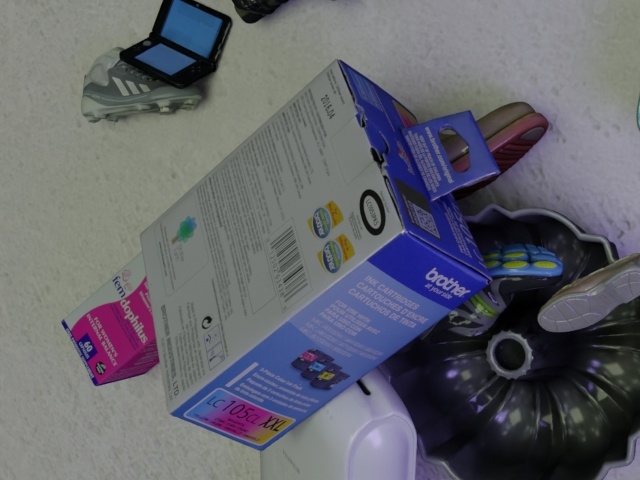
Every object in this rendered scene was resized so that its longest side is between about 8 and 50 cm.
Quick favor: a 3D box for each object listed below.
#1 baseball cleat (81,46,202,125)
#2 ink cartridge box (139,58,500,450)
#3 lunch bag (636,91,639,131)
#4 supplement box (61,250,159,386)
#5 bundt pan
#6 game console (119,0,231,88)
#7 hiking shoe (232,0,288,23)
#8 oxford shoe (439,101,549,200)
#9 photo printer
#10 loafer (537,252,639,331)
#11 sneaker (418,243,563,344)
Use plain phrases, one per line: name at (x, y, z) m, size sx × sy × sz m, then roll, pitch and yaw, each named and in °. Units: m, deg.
baseball cleat at (-0.259, -0.223, 1.444) m, size 0.206 × 0.072 × 0.109 m, roll -4°, pitch 86°, yaw 27°
ink cartridge box at (0.000, 0.000, 1.094) m, size 0.395 × 0.151 × 0.270 m, roll -40°, pitch 44°, yaw 24°
lunch bag at (0.470, -0.176, 1.006) m, size 0.279 × 0.108 × 0.223 m, roll 14°, pitch 98°, yaw 28°
supplement box at (-0.238, 0.096, 1.437) m, size 0.220 × 0.114 × 0.111 m, roll -39°, pitch 74°, yaw 25°
bundt pan at (0.232, 0.120, 1.160) m, size 0.331 × 0.124 × 0.330 m, roll 2°, pitch 95°, yaw 29°
game console at (-0.200, -0.276, 1.408) m, size 0.122 × 0.107 × 0.071 m, roll 29°, pitch 136°, yaw 26°
hiking shoe at (-0.058, -0.331, 1.324) m, size 0.227 × 0.086 × 0.114 m, roll 28°, pitch 121°, yaw 31°
oxford shoe at (0.099, -0.094, 1.222) m, size 0.348 × 0.123 × 0.130 m, roll -27°, pitch 76°, yaw 28°
photo printer at (0.014, 0.261, 1.217) m, size 0.256 × 0.107 × 0.307 m, roll 39°, pitch 134°, yaw 55°
loafer at (0.278, 0.053, 1.041) m, size 0.125 × 0.039 × 0.045 m, roll -31°, pitch 112°, yaw 31°
sneaker at (0.173, 0.059, 1.090) m, size 0.188 × 0.067 × 0.078 m, roll -24°, pitch 104°, yaw 28°
